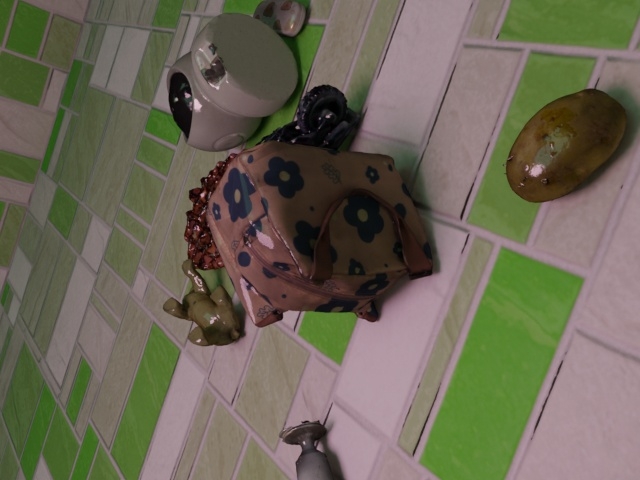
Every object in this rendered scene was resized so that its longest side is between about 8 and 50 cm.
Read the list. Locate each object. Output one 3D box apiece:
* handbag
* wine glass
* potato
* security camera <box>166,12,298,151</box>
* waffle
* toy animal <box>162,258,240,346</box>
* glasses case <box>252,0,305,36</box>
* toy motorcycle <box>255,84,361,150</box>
[{"bbox_3d":[0.000,0.000,0.909,0.190,0.252,0.193,-50,52,39],"label":"handbag"},{"bbox_3d":[-0.006,0.324,0.945,0.072,0.072,0.155,-46,44,33],"label":"wine glass"},{"bbox_3d":[0.252,-0.099,0.748,0.138,0.070,0.091,-52,43,28],"label":"potato"},{"bbox_3d":[-0.175,-0.266,1.277,0.236,0.195,0.194,-34,52,47],"label":"security camera"},{"bbox_3d":[-0.183,-0.049,1.320,0.234,0.055,0.221,-30,55,39],"label":"waffle"},{"bbox_3d":[-0.205,0.120,1.259,0.103,0.101,0.219,-50,43,-7],"label":"toy animal"},{"bbox_3d":[-0.080,-0.411,1.316,0.164,0.041,0.063,28,100,53],"label":"glasses case"},{"bbox_3d":[-0.035,-0.103,1.088,0.270,0.159,0.106,-51,50,5],"label":"toy motorcycle"}]
